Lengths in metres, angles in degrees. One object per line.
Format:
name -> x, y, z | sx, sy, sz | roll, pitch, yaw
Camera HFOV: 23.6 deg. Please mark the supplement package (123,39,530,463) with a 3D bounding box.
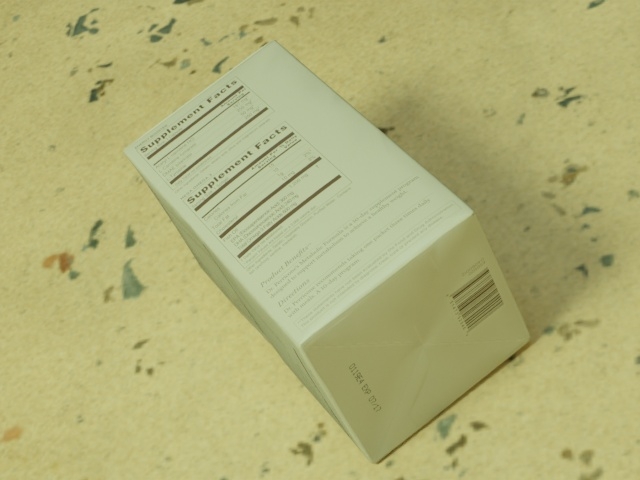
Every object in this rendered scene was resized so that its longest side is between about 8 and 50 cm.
supplement package -> 0.000, 0.000, 1.007 | 0.134, 0.139, 0.244 | -37, 46, -8
